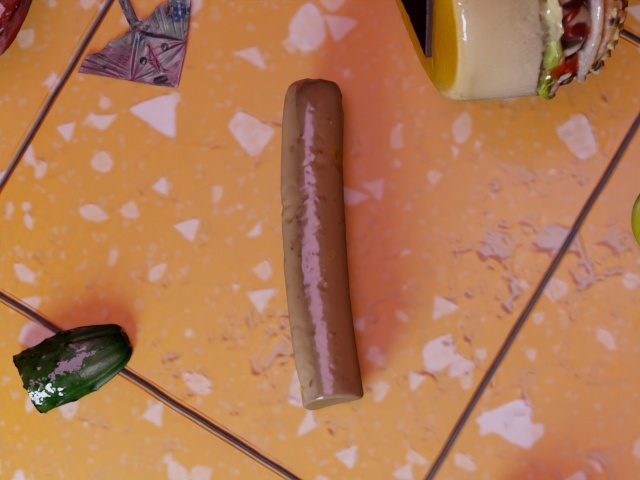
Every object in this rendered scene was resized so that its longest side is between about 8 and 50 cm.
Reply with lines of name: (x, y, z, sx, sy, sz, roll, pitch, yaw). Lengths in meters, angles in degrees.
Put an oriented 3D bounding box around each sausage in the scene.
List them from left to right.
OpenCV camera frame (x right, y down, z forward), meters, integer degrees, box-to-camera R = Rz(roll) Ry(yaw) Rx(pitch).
sausage: (-0.002, 0.001, 1.798, 0.066, 0.066, 0.301, -6, 79, 11)

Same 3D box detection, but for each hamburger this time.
hamburger: (0.155, -0.254, 1.685, 0.176, 0.300, 0.300, -18, 78, -7)

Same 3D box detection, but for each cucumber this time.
cucumber: (-0.230, 0.111, 1.846, 0.107, 0.035, 0.067, -27, 76, 6)

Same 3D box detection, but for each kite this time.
kite: (-0.180, -0.204, 1.895, 0.137, 0.005, 0.152, -37, 75, 4)

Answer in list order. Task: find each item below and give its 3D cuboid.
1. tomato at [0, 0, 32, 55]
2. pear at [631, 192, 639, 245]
tomato: (-0.364, -0.255, 1.897, 0.228, 0.101, 0.228, -2, 75, 6)
pear: (0.314, -0.026, 1.722, 0.092, 0.092, 0.097, -4, 82, 12)
